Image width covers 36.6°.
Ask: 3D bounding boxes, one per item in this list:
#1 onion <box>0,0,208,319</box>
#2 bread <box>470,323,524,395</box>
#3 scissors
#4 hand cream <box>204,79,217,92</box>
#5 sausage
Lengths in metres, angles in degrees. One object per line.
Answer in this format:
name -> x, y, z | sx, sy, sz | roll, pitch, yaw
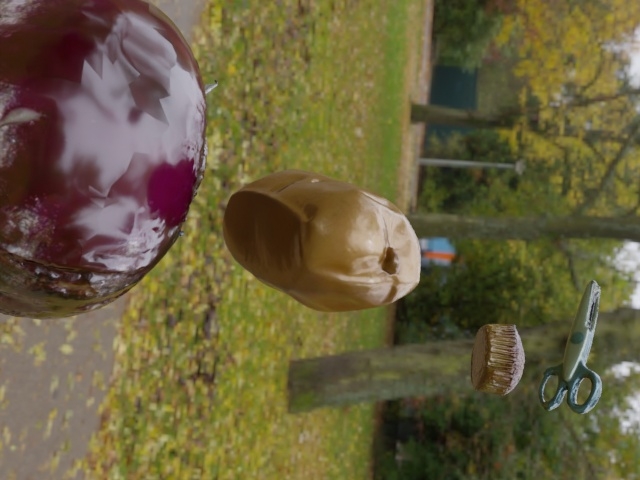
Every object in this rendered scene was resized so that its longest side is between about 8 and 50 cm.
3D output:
onion -> -0.234, -0.113, 0.878 | 0.260, 0.282, 0.336 | -48, -157, 51
bread -> 0.208, 0.137, 1.122 | 0.085, 0.053, 0.085 | -173, -90, -86
scissors -> 0.525, 0.213, 1.963 | 0.041, 0.138, 0.289 | 34, 65, -36
hand cream -> -0.208, -0.199, 1.343 | 0.050, 0.084, 0.257 | 57, -13, -26
sausage -> 0.000, -0.001, 0.901 | 0.241, 0.136, 0.120 | -155, -111, -64
